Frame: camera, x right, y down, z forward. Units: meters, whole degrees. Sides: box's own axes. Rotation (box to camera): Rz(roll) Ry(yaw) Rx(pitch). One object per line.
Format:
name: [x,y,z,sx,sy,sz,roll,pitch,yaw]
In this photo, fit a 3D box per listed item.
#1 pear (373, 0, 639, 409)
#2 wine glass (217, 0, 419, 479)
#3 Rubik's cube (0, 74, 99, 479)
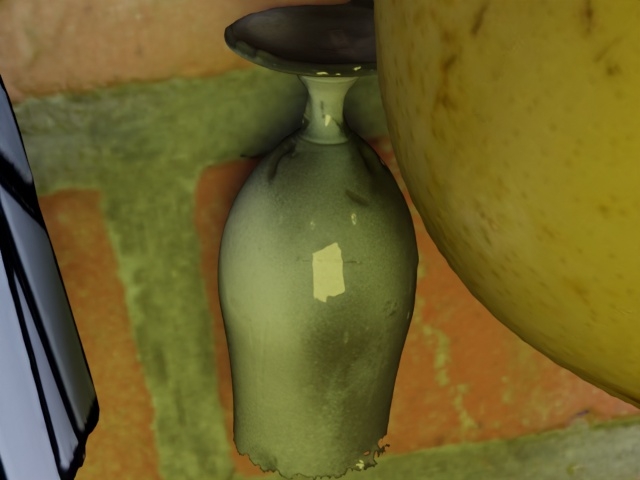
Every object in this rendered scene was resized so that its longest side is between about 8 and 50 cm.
pear: [0.188,-0.090,0.622,0.348,0.348,0.348,-4,116,-9]
wine glass: [0.000,0.000,0.776,0.103,0.103,0.222,-1,116,-10]
Rubik's cube: [-0.256,-0.001,0.582,0.283,0.288,0.294,-15,97,-1]
